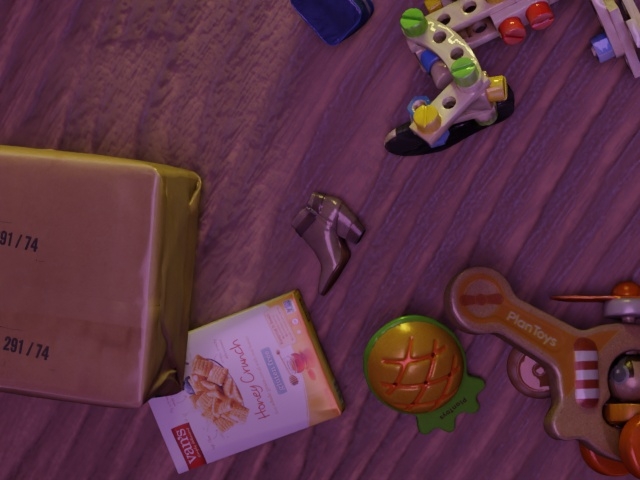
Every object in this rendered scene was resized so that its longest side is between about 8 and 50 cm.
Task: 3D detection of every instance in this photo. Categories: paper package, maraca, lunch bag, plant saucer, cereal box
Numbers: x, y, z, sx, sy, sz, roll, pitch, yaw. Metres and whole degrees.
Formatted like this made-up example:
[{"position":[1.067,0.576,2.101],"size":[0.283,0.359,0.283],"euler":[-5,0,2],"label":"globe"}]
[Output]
[{"position":[-0.335,0.041,1.558],"size":[0.324,0.168,0.310],"euler":[5,92,11],"label":"paper package"},{"position":[0.131,0.171,1.570],"size":[0.127,0.099,0.186],"euler":[-38,115,7],"label":"maraca"},{"position":[0.013,-0.297,1.539],"size":[0.067,0.065,0.098],"euler":[-40,92,26],"label":"lunch bag"},{"position":[0.280,0.163,1.585],"size":[0.083,0.015,0.084],"euler":[1,98,8],"label":"plant saucer"},{"position":[-0.108,0.186,1.626],"size":[0.240,0.047,0.173],"euler":[-22,92,10],"label":"cereal box"}]

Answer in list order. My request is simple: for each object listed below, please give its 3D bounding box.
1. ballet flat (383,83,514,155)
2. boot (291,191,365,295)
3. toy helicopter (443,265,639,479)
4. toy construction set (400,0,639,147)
[{"position":[0.161,-0.150,1.553],"size":[0.173,0.057,0.049],"euler":[-21,54,9],"label":"ballet flat"},{"position":[0.000,0.000,1.595],"size":[0.087,0.042,0.118],"euler":[33,100,9],"label":"boot"},{"position":[0.315,0.125,1.509],"size":[0.355,0.140,0.235],"euler":[30,78,-8],"label":"toy helicopter"},{"position":[0.236,-0.244,1.460],"size":[0.327,0.151,0.215],"euler":[-17,58,-1],"label":"toy construction set"}]
